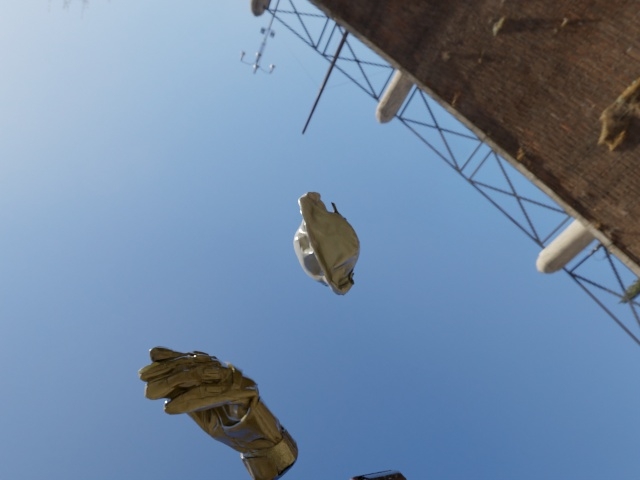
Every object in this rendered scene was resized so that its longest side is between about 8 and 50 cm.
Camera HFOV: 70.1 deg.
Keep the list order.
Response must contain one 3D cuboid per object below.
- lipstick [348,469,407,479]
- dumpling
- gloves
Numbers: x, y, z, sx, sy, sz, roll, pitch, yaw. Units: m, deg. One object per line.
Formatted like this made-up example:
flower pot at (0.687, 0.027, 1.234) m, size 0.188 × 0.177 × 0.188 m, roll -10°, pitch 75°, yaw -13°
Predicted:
lipstick at (0.046, 0.487, 0.849) m, size 0.418 × 0.077 × 0.077 m, roll 24°, pitch -149°, yaw -51°
dumpling at (-0.007, 0.008, 1.163) m, size 0.205 × 0.163 × 0.292 m, roll 8°, pitch -123°, yaw -40°
gloves at (-0.182, 0.304, 0.846) m, size 0.331 × 0.154 × 0.141 m, roll 46°, pitch -103°, yaw -6°
